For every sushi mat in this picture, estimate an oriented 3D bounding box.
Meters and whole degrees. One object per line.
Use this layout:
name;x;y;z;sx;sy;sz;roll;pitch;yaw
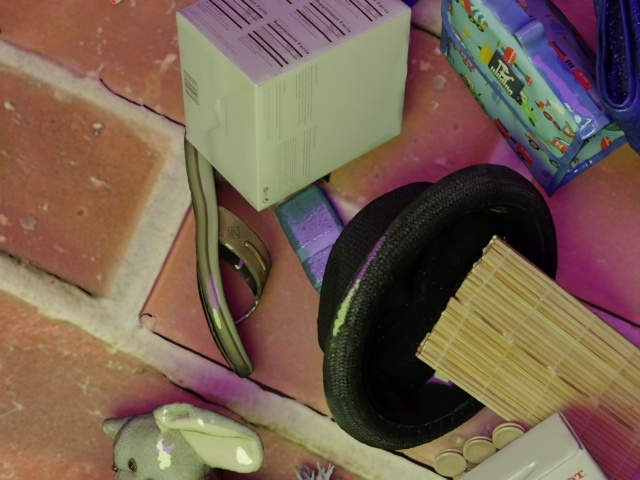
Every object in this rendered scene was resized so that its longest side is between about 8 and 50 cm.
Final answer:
sushi mat;0.254;0.140;1.644;0.316;0.019;0.151;36;89;-22

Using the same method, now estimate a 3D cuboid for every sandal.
sandal;-0.101;0.005;1.751;0.086;0.120;0.303;-6;83;-6

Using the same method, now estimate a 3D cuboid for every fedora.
fedora;0.102;0.055;1.670;0.152;0.334;0.334;33;90;47

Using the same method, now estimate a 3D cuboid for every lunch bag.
lunch bag;0.232;-0.188;1.623;0.138;0.293;0.221;-36;80;4

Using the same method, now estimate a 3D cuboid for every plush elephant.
plush elephant;-0.153;0.298;1.659;0.255;0.272;0.330;42;63;-3

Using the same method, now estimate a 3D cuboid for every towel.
towel;0.000;0.000;1.775;0.067;0.029;0.119;-29;82;5
towel;0.355;-0.173;1.577;0.076;0.308;0.228;-13;64;24

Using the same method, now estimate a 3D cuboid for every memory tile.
memory tile;0.204;0.260;1.673;0.113;0.012;0.148;-28;121;24

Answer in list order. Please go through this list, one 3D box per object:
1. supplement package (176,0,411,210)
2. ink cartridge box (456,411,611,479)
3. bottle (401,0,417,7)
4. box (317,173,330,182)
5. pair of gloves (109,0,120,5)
supplement package;-0.030;-0.180;1.662;0.203;0.194;0.149;-30;57;-24
ink cartridge box;0.254;0.307;1.627;0.153;0.087;0.208;-35;116;4
bottle;0.015;-0.383;1.777;0.118;0.092;0.283;-40;80;3
box;-0.028;-0.106;1.778;0.083;0.052;0.062;10;86;8
pair of gloves;-0.220;-0.389;1.850;0.159;0.023;0.198;-28;82;5
